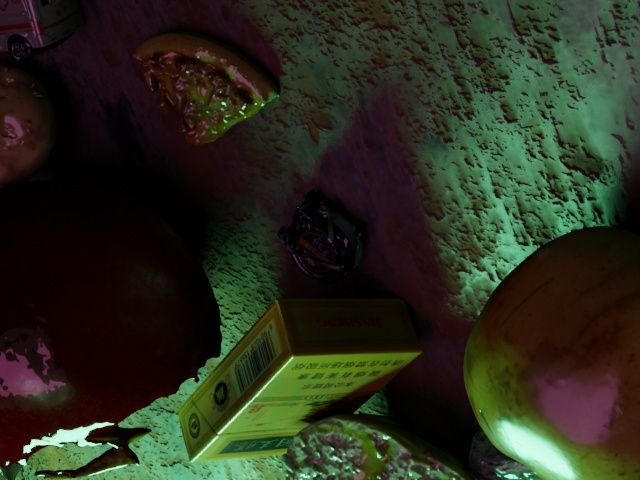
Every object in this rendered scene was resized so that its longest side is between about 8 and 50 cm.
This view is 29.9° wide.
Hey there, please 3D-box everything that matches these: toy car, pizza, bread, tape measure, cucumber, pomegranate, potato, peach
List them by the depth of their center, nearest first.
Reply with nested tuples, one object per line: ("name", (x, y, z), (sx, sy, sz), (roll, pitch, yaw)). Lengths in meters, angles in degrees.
("pomegranate", (0.270, 0.112, 1.097), (0.264, 0.264, 0.264), (18, 129, 23))
("pizza", (-0.127, -0.160, 1.316), (0.175, 0.046, 0.134), (15, 127, 25))
("tape measure", (0.001, 0.002, 1.338), (0.094, 0.054, 0.091), (46, 136, 7))
("cucumber", (0.227, 0.244, 1.349), (0.112, 0.064, 0.064), (-3, 119, 36))
("toy car", (-0.381, -0.267, 1.382), (0.209, 0.089, 0.108), (0, 120, 30))
("bread", (0.089, 0.281, 1.413), (0.260, 0.156, 0.158), (30, 104, -11))
("peach", (-0.332, 0.090, 1.428), (0.405, 0.335, 0.310), (-9, 122, 40))
("potato", (-0.421, -0.136, 1.478), (0.234, 0.128, 0.161), (9, 120, 36))

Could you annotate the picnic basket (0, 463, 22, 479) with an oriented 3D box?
("picnic basket", (-0.566, 0.314, 1.891), (0.296, 0.129, 0.222), (-25, 106, 43))

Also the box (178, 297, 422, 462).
("box", (-0.030, 0.164, 1.389), (0.274, 0.174, 0.076), (-49, 49, 44))
